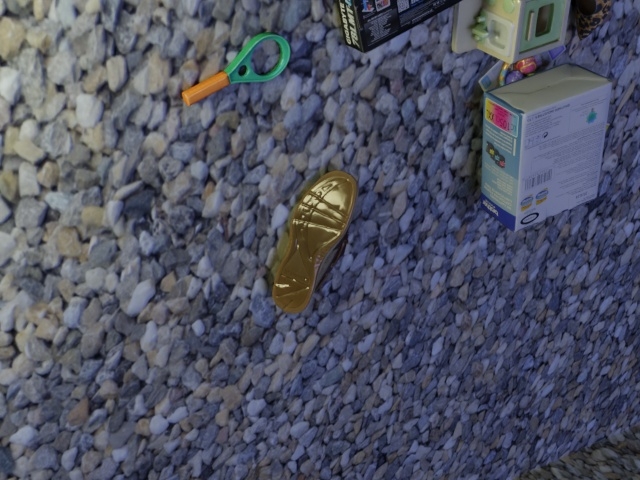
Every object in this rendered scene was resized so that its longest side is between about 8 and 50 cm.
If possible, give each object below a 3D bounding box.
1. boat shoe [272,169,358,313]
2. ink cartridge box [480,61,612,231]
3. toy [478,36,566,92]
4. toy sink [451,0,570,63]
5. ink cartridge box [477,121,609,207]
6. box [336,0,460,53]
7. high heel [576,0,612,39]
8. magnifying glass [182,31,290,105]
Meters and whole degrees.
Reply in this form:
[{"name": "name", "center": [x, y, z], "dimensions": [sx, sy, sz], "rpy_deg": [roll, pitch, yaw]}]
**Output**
[{"name": "boat shoe", "center": [0.000, 0.000, 1.955], "dimensions": [0.123, 0.123, 0.341], "rpy_deg": [-19, 132, -69]}, {"name": "ink cartridge box", "center": [0.538, -0.199, 2.122], "dimensions": [0.270, 0.151, 0.395], "rpy_deg": [-21, 128, -19]}, {"name": "toy", "center": [0.498, -0.414, 2.087], "dimensions": [0.237, 0.056, 0.137], "rpy_deg": [-46, 136, -2]}, {"name": "toy sink", "center": [0.423, -0.487, 1.916], "dimensions": [0.234, 0.131, 0.152], "rpy_deg": [-21, 130, -26]}, {"name": "ink cartridge box", "center": [0.593, -0.200, 2.313], "dimensions": [0.304, 0.072, 0.307], "rpy_deg": [2, 116, -40]}, {"name": "box", "center": [0.156, -0.557, 1.690], "dimensions": [0.296, 0.073, 0.293], "rpy_deg": [-32, 132, -19]}, {"name": "high heel", "center": [0.590, -0.574, 2.021], "dimensions": [0.186, 0.093, 0.261], "rpy_deg": [-18, 136, -26]}, {"name": "magnifying glass", "center": [-0.156, -0.317, 1.644], "dimensions": [0.231, 0.026, 0.092], "rpy_deg": [-31, 135, -17]}]
